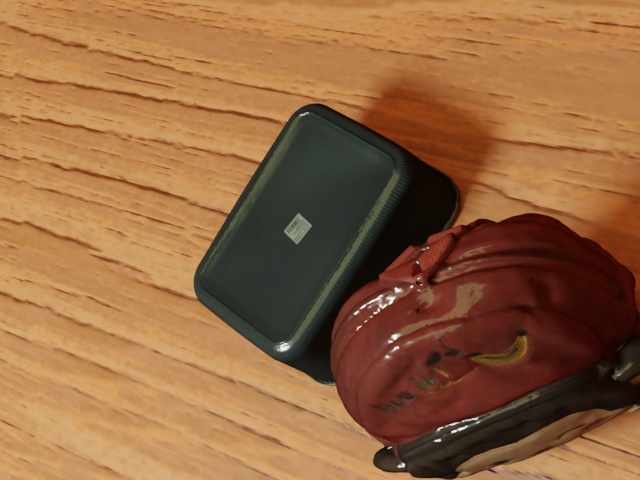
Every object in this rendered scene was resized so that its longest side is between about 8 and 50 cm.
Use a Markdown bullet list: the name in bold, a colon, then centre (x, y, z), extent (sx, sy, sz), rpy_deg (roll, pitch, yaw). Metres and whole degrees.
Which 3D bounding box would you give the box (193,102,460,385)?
- **box**: centre (0.000, 0.000, 0.879), extent (0.144, 0.090, 0.201), rpy_deg (34, 93, 36)

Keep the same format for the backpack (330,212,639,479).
- **backpack**: centre (0.108, 0.066, 0.712), extent (0.229, 0.229, 0.139), rpy_deg (-28, 57, 20)
